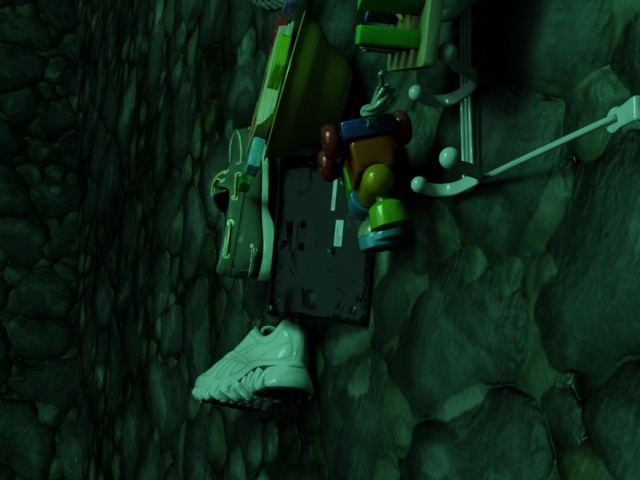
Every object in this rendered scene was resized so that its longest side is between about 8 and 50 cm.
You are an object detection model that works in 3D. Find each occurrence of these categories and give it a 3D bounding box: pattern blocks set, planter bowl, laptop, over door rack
[{"bbox_3d":[-0.078,-0.236,1.248,0.285,0.026,0.325,153,131,-79],"label":"pattern blocks set"},{"bbox_3d":[-0.010,-0.205,1.129,0.217,0.090,0.217,-164,90,-86],"label":"planter bowl"},{"bbox_3d":[0.000,0.000,1.181,0.264,0.136,0.234,2,86,36],"label":"laptop"},{"bbox_3d":[0.185,-0.190,0.779,0.324,0.108,0.239,-17,70,60],"label":"over door rack"}]

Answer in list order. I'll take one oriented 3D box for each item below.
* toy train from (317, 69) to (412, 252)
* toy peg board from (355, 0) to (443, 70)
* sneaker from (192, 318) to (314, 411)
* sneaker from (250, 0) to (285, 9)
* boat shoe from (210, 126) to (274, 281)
[{"bbox_3d":[0.065,-0.076,0.914,0.248,0.105,0.143,102,155,-77],"label":"toy train"},{"bbox_3d":[0.072,-0.265,0.842,0.160,0.079,0.161,-129,44,-77],"label":"toy peg board"},{"bbox_3d":[-0.104,0.200,1.249,0.292,0.110,0.118,-24,56,49],"label":"sneaker"},{"bbox_3d":[-0.071,-0.466,1.359,0.235,0.090,0.095,0,72,58],"label":"sneaker"},{"bbox_3d":[-0.137,-0.071,1.351,0.109,0.091,0.305,116,152,-54],"label":"boat shoe"}]
